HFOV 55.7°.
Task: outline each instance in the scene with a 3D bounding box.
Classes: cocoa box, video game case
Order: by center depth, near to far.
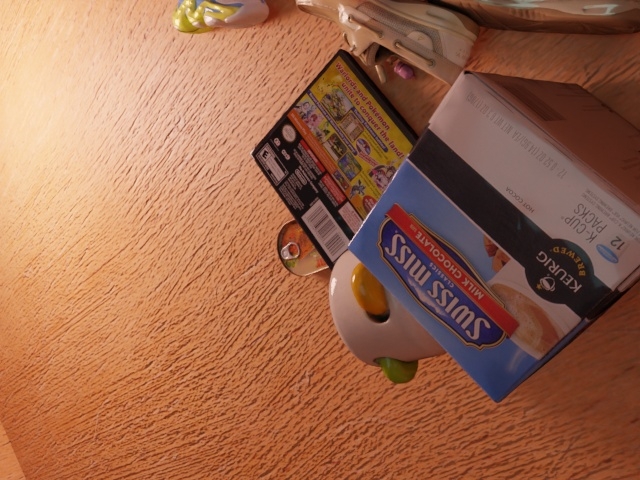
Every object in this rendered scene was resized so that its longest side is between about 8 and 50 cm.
[{"bbox_3d":[0.248,-0.024,0.681,0.231,0.347,0.228,47,124,21],"label":"cocoa box"},{"bbox_3d":[0.034,-0.128,0.999,0.248,0.035,0.275,-44,70,25],"label":"video game case"}]

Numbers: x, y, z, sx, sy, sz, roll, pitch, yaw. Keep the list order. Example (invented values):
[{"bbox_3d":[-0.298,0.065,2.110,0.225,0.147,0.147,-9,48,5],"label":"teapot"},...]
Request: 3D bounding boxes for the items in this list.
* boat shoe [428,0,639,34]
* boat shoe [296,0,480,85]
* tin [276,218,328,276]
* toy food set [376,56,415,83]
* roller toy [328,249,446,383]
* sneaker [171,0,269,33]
[{"bbox_3d":[0.271,-0.321,0.766,0.285,0.102,0.093,21,100,36],"label":"boat shoe"},{"bbox_3d":[0.078,-0.308,0.885,0.302,0.109,0.098,26,105,25],"label":"boat shoe"},{"bbox_3d":[0.000,0.000,1.082,0.189,0.040,0.106,-22,82,38],"label":"tin"},{"bbox_3d":[0.141,-0.288,0.922,0.122,0.019,0.078,-19,88,32],"label":"toy food set"},{"bbox_3d":[0.120,0.083,0.903,0.146,0.191,0.209,-22,115,38],"label":"roller toy"},{"bbox_3d":[-0.191,-0.451,1.101,0.240,0.091,0.126,9,104,37],"label":"sneaker"}]
